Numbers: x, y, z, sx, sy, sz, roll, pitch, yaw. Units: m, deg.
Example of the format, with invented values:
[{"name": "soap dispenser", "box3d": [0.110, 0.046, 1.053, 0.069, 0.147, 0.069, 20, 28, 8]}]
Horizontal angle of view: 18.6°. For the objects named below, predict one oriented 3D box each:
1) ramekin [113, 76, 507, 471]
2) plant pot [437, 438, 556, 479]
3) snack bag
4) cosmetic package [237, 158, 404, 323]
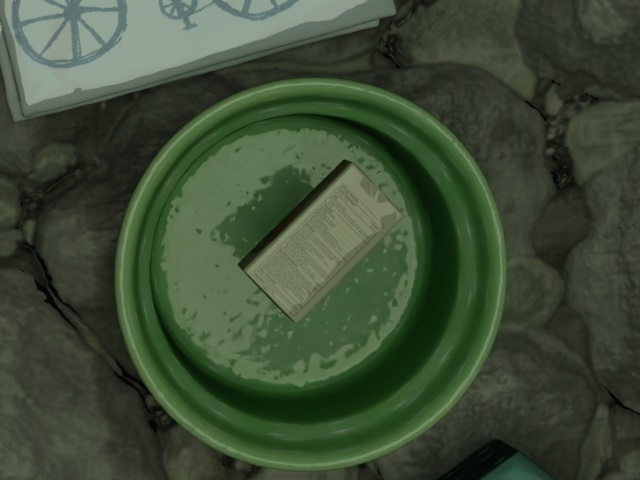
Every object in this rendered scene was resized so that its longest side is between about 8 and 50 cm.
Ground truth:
[{"name": "ramekin", "box3d": [-0.017, 0.019, 1.544, 0.303, 0.148, 0.303, -1, 97, -10]}, {"name": "plant pot", "box3d": [0.180, 0.290, 1.613, 0.165, 0.165, 0.234, -35, 94, -4]}, {"name": "snack bag", "box3d": [-0.135, -0.296, 1.542, 0.323, 0.037, 0.342, -17, 97, -9]}, {"name": "cosmetic package", "box3d": [0.000, 0.000, 1.447, 0.115, 0.041, 0.060, -43, 101, -3]}]
